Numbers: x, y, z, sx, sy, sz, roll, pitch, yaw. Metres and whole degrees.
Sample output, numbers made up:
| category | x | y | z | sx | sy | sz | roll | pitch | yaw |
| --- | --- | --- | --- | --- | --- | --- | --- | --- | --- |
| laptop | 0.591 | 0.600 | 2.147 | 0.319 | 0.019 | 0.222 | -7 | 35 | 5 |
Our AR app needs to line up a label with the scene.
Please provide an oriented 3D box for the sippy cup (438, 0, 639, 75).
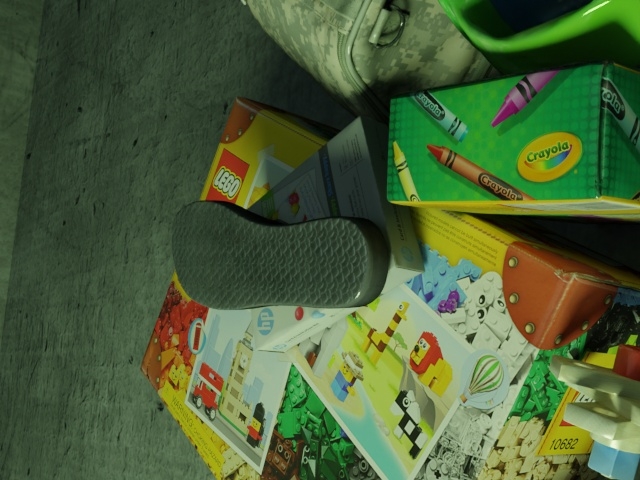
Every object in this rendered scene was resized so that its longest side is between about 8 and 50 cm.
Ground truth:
| category | x | y | z | sx | sy | sz | roll | pitch | yaw |
| --- | --- | --- | --- | --- | --- | --- | --- | --- | --- |
| sippy cup | 0.206 | -0.262 | 0.506 | 0.224 | 0.240 | 0.306 | -11 | 90 | 42 |

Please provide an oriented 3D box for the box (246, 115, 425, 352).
| category | x | y | z | sx | sy | sz | roll | pitch | yaw |
| --- | --- | --- | --- | --- | --- | --- | --- | --- | --- |
| box | 0.000 | 0.000 | 0.666 | 0.186 | 0.038 | 0.145 | -35 | 55 | 41 |

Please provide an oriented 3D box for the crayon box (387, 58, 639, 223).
| category | x | y | z | sx | sy | sz | roll | pitch | yaw |
| --- | --- | --- | --- | --- | --- | --- | --- | --- | --- |
| crayon box | 0.204 | -0.056 | 0.548 | 0.165 | 0.278 | 0.081 | 2 | 90 | 50 |

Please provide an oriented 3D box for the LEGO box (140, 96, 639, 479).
| category | x | y | z | sx | sy | sz | roll | pitch | yaw |
| --- | --- | --- | --- | --- | --- | --- | --- | --- | --- |
| LEGO box | 0.040 | 0.107 | 0.774 | 0.500 | 0.193 | 0.373 | 35 | 108 | 49 |

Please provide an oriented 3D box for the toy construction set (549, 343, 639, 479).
| category | x | y | z | sx | sy | sz | roll | pitch | yaw |
| --- | --- | --- | --- | --- | --- | --- | --- | --- | --- |
| toy construction set | 0.224 | 0.229 | 0.524 | 0.214 | 0.151 | 0.328 | 15 | 108 | 25 |

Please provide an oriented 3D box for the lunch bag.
| category | x | y | z | sx | sy | sz | roll | pitch | yaw |
| --- | --- | --- | --- | --- | --- | --- | --- | --- | --- |
| lunch bag | 0.063 | -0.245 | 0.788 | 0.213 | 0.256 | 0.305 | -61 | 42 | 20 |

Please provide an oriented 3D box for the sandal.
| category | x | y | z | sx | sy | sz | roll | pitch | yaw |
| --- | --- | --- | --- | --- | --- | --- | --- | --- | --- |
| sandal | -0.042 | 0.019 | 0.650 | 0.254 | 0.054 | 0.097 | 9 | 94 | 41 |
